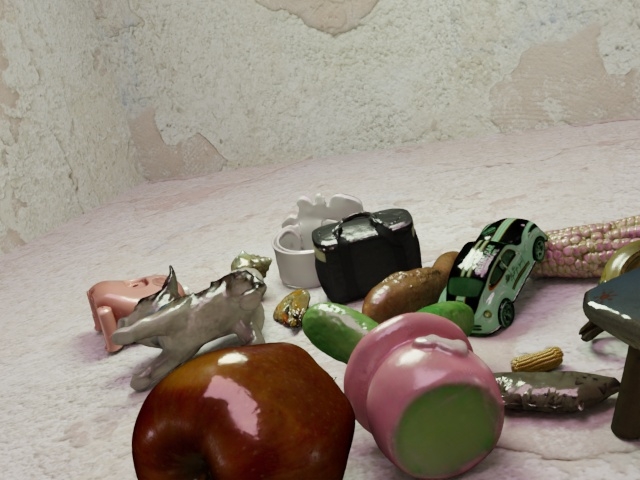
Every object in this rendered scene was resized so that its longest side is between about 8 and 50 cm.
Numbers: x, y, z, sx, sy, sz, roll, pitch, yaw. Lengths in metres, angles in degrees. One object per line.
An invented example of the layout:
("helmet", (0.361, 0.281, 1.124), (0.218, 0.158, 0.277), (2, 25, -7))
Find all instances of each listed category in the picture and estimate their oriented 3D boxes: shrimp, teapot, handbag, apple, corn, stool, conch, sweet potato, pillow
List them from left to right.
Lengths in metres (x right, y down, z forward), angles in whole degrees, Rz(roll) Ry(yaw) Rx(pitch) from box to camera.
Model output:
("conch", (-0.201, 0.111, 1.978), (0.234, 0.114, 0.137), (-46, -2, 16))
("apple", (-0.100, 0.281, 1.075), (0.288, 0.288, 0.317), (-5, 7, 26))
("shrimp", (-0.064, 0.162, 1.805), (0.101, 0.042, 0.190), (-33, 17, 6))
("handbag", (0.108, 0.022, 1.857), (0.254, 0.182, 0.181), (-13, 21, -3))
("sweet potato", (0.218, 0.097, 1.690), (0.109, 0.109, 0.385), (3, 18, 42))
("corn", (0.366, 0.205, 1.338), (0.092, 0.037, 0.037), (-12, 17, 0))
("pillow", (0.342, 0.237, 1.232), (0.241, 0.051, 0.093), (-3, 20, 26))
("corn", (0.558, 0.024, 1.637), (0.335, 0.127, 0.126), (-9, 17, 30))
("teapot", (0.563, 0.097, 1.370), (0.269, 0.173, 0.182), (-37, -21, 6))
("stool", (0.555, 0.152, 1.049), (0.310, 0.226, 0.310), (-19, 19, -20))

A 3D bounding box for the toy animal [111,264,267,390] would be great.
("toy animal", (-0.274, 0.161, 1.730), (0.344, 0.194, 0.303), (-11, 23, -1))

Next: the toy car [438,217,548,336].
("toy car", (0.341, 0.053, 1.588), (0.136, 0.125, 0.306), (4, 49, 43))

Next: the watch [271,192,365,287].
("watch", (0.000, 0.000, 2.027), (0.244, 0.196, 0.231), (-7, 25, 11))

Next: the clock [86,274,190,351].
("clock", (-0.444, 0.153, 1.960), (0.241, 0.142, 0.227), (-16, 17, -20))

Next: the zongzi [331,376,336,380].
("zongzi", (-0.096, 0.297, 1.319), (0.255, 0.115, 0.228), (-3, 21, 0))

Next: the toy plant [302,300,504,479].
("toy plant", (0.157, 0.204, 1.238), (0.316, 0.211, 0.356), (-1, 14, -15))
